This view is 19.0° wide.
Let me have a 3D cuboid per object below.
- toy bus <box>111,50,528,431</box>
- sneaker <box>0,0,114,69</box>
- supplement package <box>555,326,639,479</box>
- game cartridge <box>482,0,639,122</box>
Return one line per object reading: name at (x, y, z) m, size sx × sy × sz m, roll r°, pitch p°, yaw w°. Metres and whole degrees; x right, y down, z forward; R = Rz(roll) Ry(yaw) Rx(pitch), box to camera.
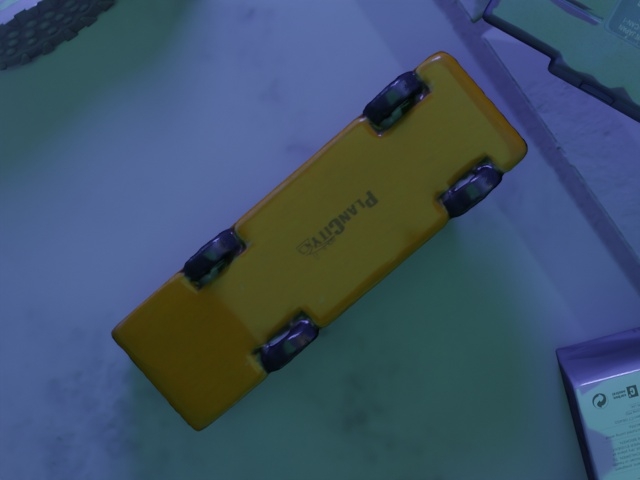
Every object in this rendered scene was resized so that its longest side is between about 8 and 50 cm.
toy bus at (0.000, 0.000, 1.454) m, size 0.333 × 0.130 × 0.108 m, roll -41°, pitch 90°, yaw 6°
sneaker at (-0.201, -0.224, 1.481) m, size 0.235 × 0.090 × 0.095 m, roll -37°, pitch 79°, yaw 2°
supplement package at (0.307, 0.193, 1.417) m, size 0.199 × 0.198 × 0.262 m, roll -15°, pitch 93°, yaw 4°
game cartridge at (0.312, -0.155, 1.271) m, size 0.355 × 0.068 × 0.230 m, roll 30°, pitch 99°, yaw 1°
